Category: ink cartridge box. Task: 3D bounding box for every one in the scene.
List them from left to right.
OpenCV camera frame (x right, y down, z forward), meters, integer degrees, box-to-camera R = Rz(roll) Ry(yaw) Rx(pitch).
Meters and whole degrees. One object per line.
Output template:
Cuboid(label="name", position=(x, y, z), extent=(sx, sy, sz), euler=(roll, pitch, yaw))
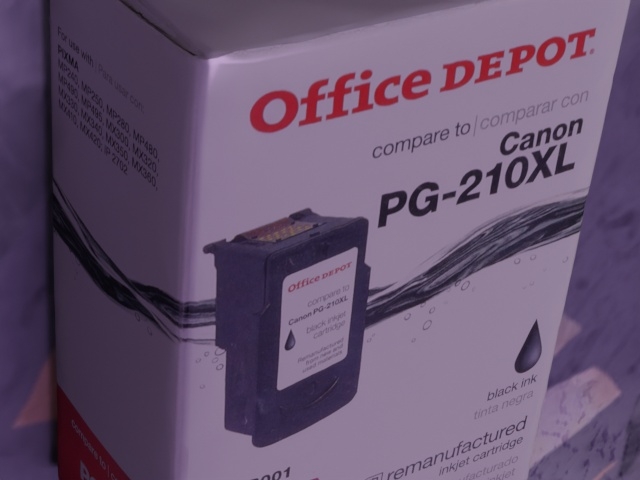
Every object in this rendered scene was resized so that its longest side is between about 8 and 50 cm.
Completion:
Cuboid(label="ink cartridge box", position=(0.000, 0.000, 0.573), extent=(0.172, 0.100, 0.237), euler=(-17, 130, -29))
